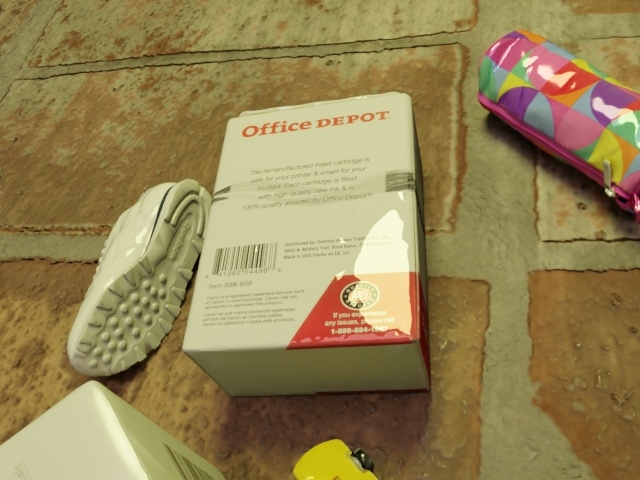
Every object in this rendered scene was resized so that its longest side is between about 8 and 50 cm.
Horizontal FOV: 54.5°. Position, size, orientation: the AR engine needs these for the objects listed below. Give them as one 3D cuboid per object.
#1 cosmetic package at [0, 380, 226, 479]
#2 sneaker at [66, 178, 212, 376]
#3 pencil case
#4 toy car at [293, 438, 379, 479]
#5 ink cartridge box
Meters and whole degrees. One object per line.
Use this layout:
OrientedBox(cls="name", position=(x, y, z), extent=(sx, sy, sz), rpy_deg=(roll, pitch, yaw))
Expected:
OrientedBox(cls="cosmetic package", position=(-0.244, 0.318, 0.376), extent=(0.453, 0.230, 0.161), rpy_deg=(-37, 55, -11))
OrientedBox(cls="sneaker", position=(-0.200, 0.036, 0.663), extent=(0.095, 0.090, 0.235), rpy_deg=(2, 52, 32))
OrientedBox(cls="pencil case", position=(0.261, -0.123, 0.629), extent=(0.104, 0.104, 0.236), rpy_deg=(-33, 53, -9))
OrientedBox(cls="toy car", position=(0.095, 0.245, 0.428), extent=(0.225, 0.053, 0.239), rpy_deg=(-5, 39, 0))
OrientedBox(cls="ink cartridge box", position=(0.000, 0.000, 0.602), extent=(0.197, 0.114, 0.272), rpy_deg=(-5, 56, 13))
